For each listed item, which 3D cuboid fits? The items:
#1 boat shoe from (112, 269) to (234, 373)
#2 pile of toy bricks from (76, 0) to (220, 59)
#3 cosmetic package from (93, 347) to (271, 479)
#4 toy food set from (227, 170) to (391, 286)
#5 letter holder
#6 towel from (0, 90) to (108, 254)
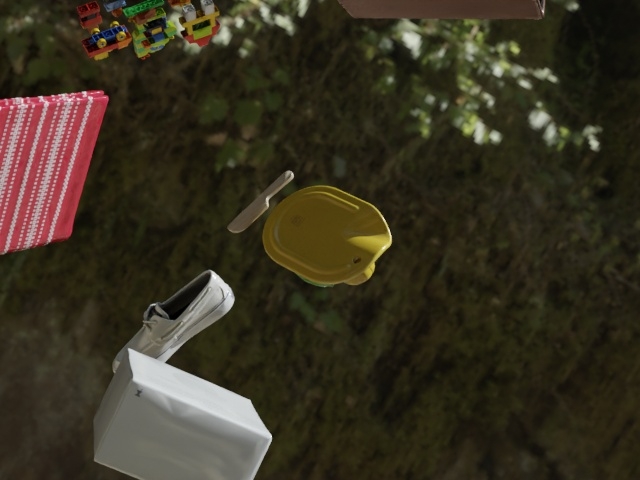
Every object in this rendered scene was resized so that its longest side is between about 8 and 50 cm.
[{"bbox_3d":[-0.288,0.155,2.117,0.088,0.268,0.096,56,0,-36],"label":"boat shoe"},{"bbox_3d":[-0.270,-0.325,1.759,0.118,0.212,0.105,57,-19,31],"label":"pile of toy bricks"},{"bbox_3d":[-0.215,0.286,1.713,0.224,0.138,0.225,25,-1,-12],"label":"cosmetic package"},{"bbox_3d":[0.000,0.000,1.469,0.218,0.128,0.071,28,-19,37],"label":"toy food set"},{"bbox_3d":[0.172,-0.423,1.663,0.302,0.151,0.214,4,-2,16],"label":"letter holder"},{"bbox_3d":[-0.350,-0.064,1.185,0.031,0.198,0.275,36,29,27],"label":"towel"}]
